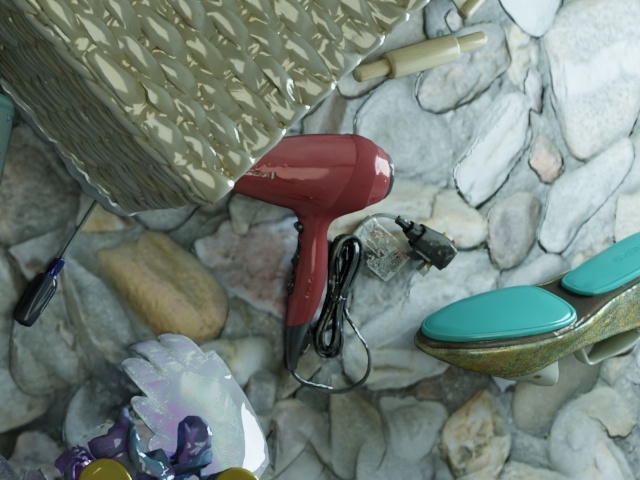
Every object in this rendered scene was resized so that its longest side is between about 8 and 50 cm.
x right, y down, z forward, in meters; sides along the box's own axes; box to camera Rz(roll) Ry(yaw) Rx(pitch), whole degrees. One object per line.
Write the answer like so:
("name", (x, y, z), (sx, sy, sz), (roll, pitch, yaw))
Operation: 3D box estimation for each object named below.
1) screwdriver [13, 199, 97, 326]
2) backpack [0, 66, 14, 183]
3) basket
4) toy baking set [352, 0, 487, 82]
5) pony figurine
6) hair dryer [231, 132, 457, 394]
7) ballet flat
("screwdriver", (-0.233, 0.007, 1.366), (0.170, 0.024, 0.025), (-58, 145, -20))
("backpack", (-0.336, -0.100, 1.204), (0.166, 0.188, 0.144), (19, 85, -27))
("basket", (-0.128, -0.232, 1.252), (0.328, 0.266, 0.331), (-45, 111, -15))
("toy baking set", (0.067, -0.261, 1.500), (0.256, 0.030, 0.196), (-24, 101, -24))
("pony figurine", (-0.133, 0.256, 1.253), (0.303, 0.363, 0.351), (-34, 81, -17))
("hair dryer", (0.000, 0.000, 1.451), (0.293, 0.080, 0.223), (45, 74, -23))
("ballet flat", (0.261, 0.093, 1.584), (0.349, 0.123, 0.123), (-20, 103, -25))
